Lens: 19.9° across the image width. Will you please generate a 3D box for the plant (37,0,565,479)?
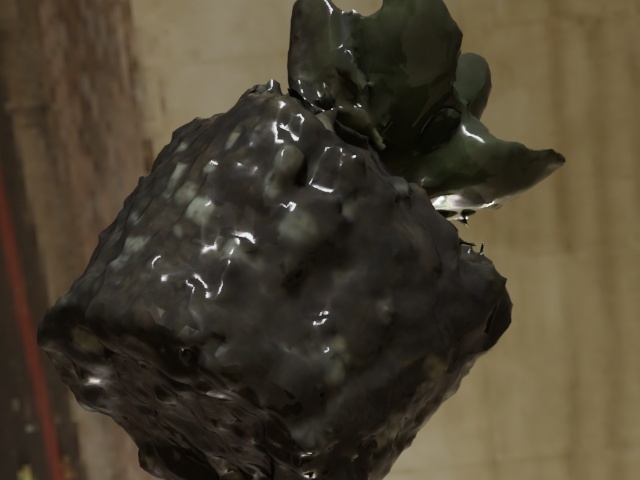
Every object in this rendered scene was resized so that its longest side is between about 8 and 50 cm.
[{"bbox_3d":[0.000,0.000,1.094,0.213,0.215,0.312,-20,-147,55],"label":"plant"}]
